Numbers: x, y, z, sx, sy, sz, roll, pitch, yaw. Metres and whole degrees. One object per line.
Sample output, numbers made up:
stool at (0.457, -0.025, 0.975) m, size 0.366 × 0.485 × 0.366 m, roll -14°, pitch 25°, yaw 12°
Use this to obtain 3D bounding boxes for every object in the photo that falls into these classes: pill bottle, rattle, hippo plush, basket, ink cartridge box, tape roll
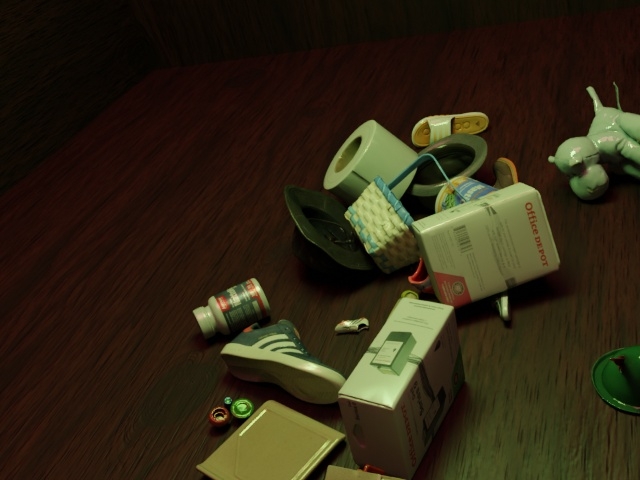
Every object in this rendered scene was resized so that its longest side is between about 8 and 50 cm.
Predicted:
pill bottle at (0.441, -0.062, 1.941) m, size 0.152 × 0.152 × 0.272 m, roll -30°, pitch 33°, yaw -21°
rattle at (0.200, 0.227, 1.710) m, size 0.130 × 0.142 × 0.200 m, roll -28°, pitch 29°, yaw 53°
hippo plush at (0.759, -0.238, 1.981) m, size 0.236 × 0.294 × 0.234 m, roll -32°, pitch 12°, yaw -11°
basket at (0.229, -0.075, 1.962) m, size 0.289 × 0.201 × 0.255 m, roll -38°, pitch 45°, yaw 13°
ink cartridge box at (0.168, 0.287, 1.457) m, size 0.121 × 0.211 × 0.289 m, roll 8°, pitch 40°, yaw 32°
pill bottle at (-0.229, 0.180, 1.905) m, size 0.180 × 0.108 × 0.108 m, roll -25°, pitch 32°, yaw -13°
ink cartridge box at (0.382, 0.013, 1.726) m, size 0.283 × 0.207 × 0.117 m, roll -20°, pitch 14°, yaw 1°
tape roll at (0.146, -0.207, 2.181) m, size 0.246 × 0.169 × 0.246 m, roll -49°, pitch 18°, yaw 22°

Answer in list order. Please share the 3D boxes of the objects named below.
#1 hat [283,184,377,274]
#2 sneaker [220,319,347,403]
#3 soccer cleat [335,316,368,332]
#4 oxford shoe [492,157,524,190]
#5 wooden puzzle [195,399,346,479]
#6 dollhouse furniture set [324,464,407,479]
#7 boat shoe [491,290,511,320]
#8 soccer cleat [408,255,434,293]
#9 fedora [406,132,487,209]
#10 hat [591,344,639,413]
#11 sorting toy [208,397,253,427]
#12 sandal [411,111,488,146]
hat at (0.000, 0.000, 2.021) m, size 0.134 × 0.331 × 0.331 m, roll -51°, pitch 21°, yaw 25°
sneaker at (-0.064, 0.257, 1.683) m, size 0.350 × 0.131 × 0.148 m, roll 11°, pitch 44°, yaw 37°
soccer cleat at (0.077, 0.209, 1.796) m, size 0.083 × 0.029 × 0.036 m, roll -13°, pitch 27°, yaw -4°
oxford shoe at (0.518, -0.150, 2.105) m, size 0.098 × 0.097 × 0.271 m, roll -18°, pitch 31°, yaw 8°
wooden puzzle at (-0.099, 0.436, 1.509) m, size 0.221 × 0.044 × 0.238 m, roll 15°, pitch 38°, yaw 41°
dollhouse furniture set at (0.063, 0.488, 1.167) m, size 0.135 × 0.262 × 0.259 m, roll 1°, pitch 66°, yaw 30°
boat shoe at (0.419, 0.143, 1.731) m, size 0.040 × 0.049 × 0.142 m, roll -13°, pitch 24°, yaw 17°
soccer cleat at (0.304, 0.018, 1.814) m, size 0.095 × 0.248 × 0.083 m, roll 19°, pitch 15°, yaw -32°
fedora at (0.375, -0.186, 2.192) m, size 0.275 × 0.124 × 0.243 m, roll -42°, pitch 37°, yaw -22°
hat at (0.604, 0.208, 1.405) m, size 0.172 × 0.184 × 0.208 m, roll -11°, pitch 32°, yaw 8°
sorting toy at (-0.198, 0.383, 1.641) m, size 0.101 × 0.042 × 0.061 m, roll -11°, pitch 45°, yaw -15°
sandal at (0.437, -0.370, 2.480) m, size 0.265 × 0.102 × 0.076 m, roll -13°, pitch 29°, yaw 2°
